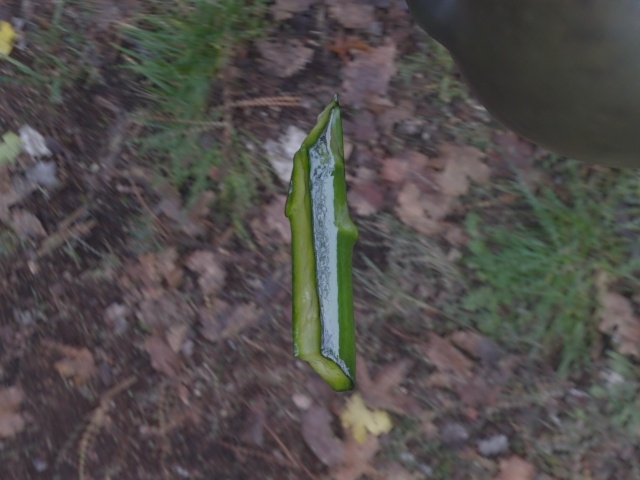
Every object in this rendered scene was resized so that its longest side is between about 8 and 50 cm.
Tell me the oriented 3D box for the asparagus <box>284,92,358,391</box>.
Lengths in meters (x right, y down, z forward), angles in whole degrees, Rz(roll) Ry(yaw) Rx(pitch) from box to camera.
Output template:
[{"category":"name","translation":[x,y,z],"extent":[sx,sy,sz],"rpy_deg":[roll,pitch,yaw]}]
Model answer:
[{"category":"asparagus","translation":[0.001,0.000,0.622],"extent":[0.021,0.025,0.108],"rpy_deg":[4,80,-36]}]

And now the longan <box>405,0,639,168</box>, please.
[{"category":"longan","translation":[0.190,-0.224,1.043],"extent":[0.361,0.361,0.361],"rpy_deg":[-2,99,-14]}]
